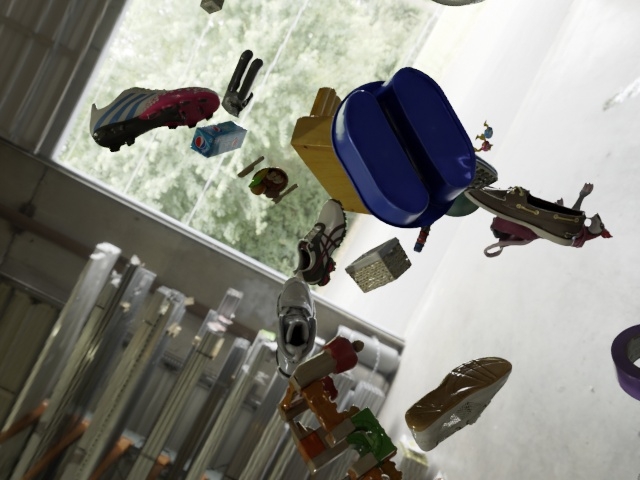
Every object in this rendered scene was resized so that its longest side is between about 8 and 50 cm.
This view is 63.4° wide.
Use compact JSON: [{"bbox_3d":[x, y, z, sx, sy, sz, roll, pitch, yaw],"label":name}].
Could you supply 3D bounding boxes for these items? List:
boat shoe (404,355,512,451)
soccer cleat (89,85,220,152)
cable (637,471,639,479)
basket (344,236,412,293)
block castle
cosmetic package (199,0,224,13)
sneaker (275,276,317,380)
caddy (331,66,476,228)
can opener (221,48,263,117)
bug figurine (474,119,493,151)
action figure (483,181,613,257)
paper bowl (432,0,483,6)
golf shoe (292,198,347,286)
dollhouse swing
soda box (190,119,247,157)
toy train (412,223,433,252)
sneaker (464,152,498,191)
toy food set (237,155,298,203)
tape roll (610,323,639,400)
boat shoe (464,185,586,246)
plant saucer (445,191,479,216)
[{"bbox_3d":[0.300,0.345,1.102,0.277,0.096,0.098,-26,20,-20],"label":"boat shoe"},{"bbox_3d":[-0.415,-0.336,1.276,0.116,0.331,0.143,73,179,-67],"label":"soccer cleat"},{"bbox_3d":[0.731,0.440,0.943,0.257,0.257,0.089,-46,33,34],"label":"cable"},{"bbox_3d":[0.175,0.077,1.547,0.113,0.103,0.167,-35,2,-40],"label":"basket"},{"bbox_3d":[0.106,0.476,1.204,0.212,0.453,0.303,-24,-28,-28],"label":"block castle"},{"bbox_3d":[-0.301,-0.717,1.489,0.060,0.041,0.115,3,74,39],"label":"cosmetic package"},{"bbox_3d":[-0.075,0.254,1.690,0.210,0.137,0.366,106,169,-57],"label":"sneaker"},{"bbox_3d":[0.171,-0.192,1.104,0.241,0.342,0.179,-28,-1,-8],"label":"caddy"},{"bbox_3d":[-0.235,-0.483,1.595,0.095,0.076,0.283,-54,6,-33],"label":"can opener"},{"bbox_3d":[0.635,-0.342,2.108,0.279,0.072,0.216,-63,-16,11],"label":"bug figurine"},{"bbox_3d":[0.743,-0.046,1.680,0.276,0.369,0.248,-69,-23,-7],"label":"action figure"},{"bbox_3d":[0.340,-0.724,1.261,0.148,0.284,0.284,-30,-22,-42],"label":"paper bowl"},{"bbox_3d":[0.000,0.000,1.550,0.105,0.120,0.273,7,82,48],"label":"golf shoe"},{"bbox_3d":[0.120,-0.305,1.665,0.315,0.347,0.305,12,64,41],"label":"dollhouse swing"},{"bbox_3d":[-0.308,-0.314,1.590,0.071,0.067,0.210,-63,-10,26],"label":"soda box"},{"bbox_3d":[0.252,-0.013,1.265,0.158,0.027,0.036,94,-161,-58],"label":"toy train"},{"bbox_3d":[0.322,-0.243,1.298,0.129,0.329,0.147,-28,37,59],"label":"sneaker"},{"bbox_3d":[-0.168,-0.187,1.707,0.132,0.192,0.039,-34,45,23],"label":"toy food set"},{"bbox_3d":[0.777,0.281,1.188,0.188,0.080,0.189,-20,28,11],"label":"tape roll"},{"bbox_3d":[0.568,-0.097,1.450,0.116,0.324,0.097,-36,-30,-55],"label":"boat shoe"},{"bbox_3d":[0.409,-0.165,1.571,0.037,0.194,0.195,97,-163,-68],"label":"plant saucer"}]
